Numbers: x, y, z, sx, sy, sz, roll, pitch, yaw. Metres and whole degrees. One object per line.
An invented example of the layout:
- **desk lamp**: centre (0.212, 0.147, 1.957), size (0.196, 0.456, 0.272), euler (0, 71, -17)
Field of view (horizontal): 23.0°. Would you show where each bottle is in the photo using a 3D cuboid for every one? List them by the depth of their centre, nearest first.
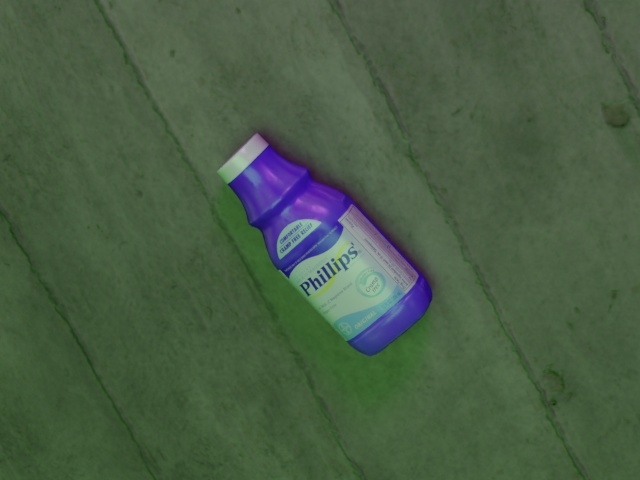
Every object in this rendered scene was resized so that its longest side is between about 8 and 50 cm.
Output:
- **bottle**: centre (0.000, 0.000, 1.816), size (0.118, 0.092, 0.283), euler (-40, 97, 23)
